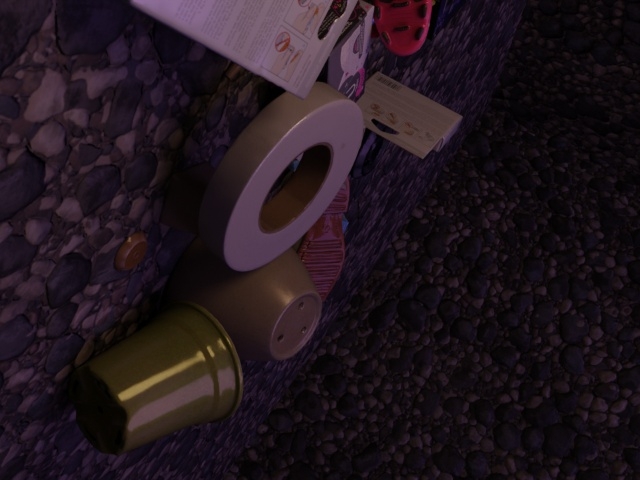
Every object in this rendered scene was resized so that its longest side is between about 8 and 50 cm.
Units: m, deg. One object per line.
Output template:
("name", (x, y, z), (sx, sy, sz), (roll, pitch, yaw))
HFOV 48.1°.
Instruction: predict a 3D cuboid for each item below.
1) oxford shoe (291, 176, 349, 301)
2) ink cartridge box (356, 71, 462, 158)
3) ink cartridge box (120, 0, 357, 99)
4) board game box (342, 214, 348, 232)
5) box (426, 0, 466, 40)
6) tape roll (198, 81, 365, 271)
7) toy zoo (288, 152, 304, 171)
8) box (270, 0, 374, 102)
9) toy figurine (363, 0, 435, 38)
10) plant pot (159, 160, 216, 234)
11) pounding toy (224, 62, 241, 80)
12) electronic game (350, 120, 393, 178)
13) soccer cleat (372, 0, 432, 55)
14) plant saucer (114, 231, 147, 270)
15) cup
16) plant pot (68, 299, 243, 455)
("oxford shoe", (-0.022, -0.012, 1.852), (0.141, 0.146, 0.396), (4, 105, -32))
("ink cartridge box", (0.203, -0.317, 1.893), (0.239, 0.275, 0.060), (-47, 162, -38))
("ink cartridge box", (-0.079, -0.395, 0.971), (0.385, 0.091, 0.308), (15, 106, -58))
("board game box", (0.000, 0.000, 1.970), (0.211, 0.039, 0.160), (-66, -156, 22))
("box", (0.341, -0.698, 1.941), (0.261, 0.103, 0.184), (-51, 166, -28))
("tape roll", (-0.066, -0.115, 1.346), (0.392, 0.072, 0.392), (-45, 160, -21))
("toy zoo", (-0.006, -0.300, 1.724), (0.293, 0.030, 0.192), (-62, 165, 12))
("box", (0.003, -0.354, 1.417), (0.163, 0.142, 0.247), (-52, 164, -25))
("toy figurine", (0.124, -0.538, 1.567), (0.217, 0.191, 0.362), (-28, -158, 55))
("plant pot", (-0.220, -0.070, 1.344), (0.109, 0.096, 0.109), (-37, 154, -57))
("pounding toy", (-0.092, -0.359, 1.154), (0.183, 0.110, 0.237), (-56, 165, -10))
("electronic game", (0.162, -0.295, 2.256), (0.229, 0.048, 0.229), (-52, 164, -21))
("soccer cleat", (0.147, -0.523, 1.363), (0.143, 0.116, 0.331), (-59, 138, -67))
("plant saucer", (-0.339, 0.023, 1.298), (0.083, 0.015, 0.083), (-52, 164, -21))
("cup", (-0.139, 0.135, 1.585), (0.331, 0.237, 0.331), (-35, 140, -36))
("plant pot", (-0.338, 0.287, 1.414), (0.254, 0.276, 0.276), (-23, 144, -48))
